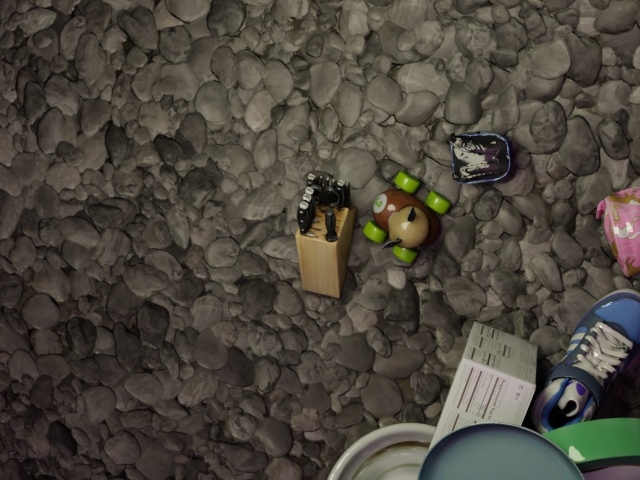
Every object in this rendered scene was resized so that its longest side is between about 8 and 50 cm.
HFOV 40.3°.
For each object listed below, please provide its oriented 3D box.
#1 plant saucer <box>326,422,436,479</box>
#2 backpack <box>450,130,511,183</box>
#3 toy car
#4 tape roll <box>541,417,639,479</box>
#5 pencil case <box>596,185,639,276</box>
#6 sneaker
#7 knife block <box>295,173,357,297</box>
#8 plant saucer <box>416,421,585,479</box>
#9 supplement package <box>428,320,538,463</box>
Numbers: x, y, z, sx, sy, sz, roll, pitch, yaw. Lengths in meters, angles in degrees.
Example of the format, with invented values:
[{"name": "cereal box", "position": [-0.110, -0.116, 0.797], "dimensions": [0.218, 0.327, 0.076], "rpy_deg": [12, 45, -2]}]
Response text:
[{"name": "plant saucer", "position": [0.189, 0.595, 1.850], "dimensions": [0.400, 0.100, 0.400], "rpy_deg": [3, 71, -8]}, {"name": "backpack", "position": [0.324, -0.168, 1.746], "dimensions": [0.114, 0.084, 0.105], "rpy_deg": [-3, 98, 19]}, {"name": "toy car", "position": [0.163, -0.037, 1.755], "dimensions": [0.149, 0.188, 0.155], "rpy_deg": [34, 106, 7]}, {"name": "tape roll", "position": [0.529, 0.446, 1.693], "dimensions": [0.321, 0.321, 0.077], "rpy_deg": [-20, 52, 17]}, {"name": "pencil case", "position": [0.722, -0.056, 1.624], "dimensions": [0.386, 0.167, 0.160], "rpy_deg": [-17, 116, 16]}, {"name": "sneaker", "position": [0.528, 0.252, 1.684], "dimensions": [0.130, 0.236, 0.323], "rpy_deg": [37, 107, 6]}, {"name": "knife block", "position": [0.000, 0.000, 1.777], "dimensions": [0.088, 0.242, 0.276], "rpy_deg": [13, 103, 13]}, {"name": "plant saucer", "position": [0.335, 0.471, 1.596], "dimensions": [0.317, 0.044, 0.318], "rpy_deg": [6, 107, 19]}, {"name": "supplement package", "position": [0.330, 0.309, 1.732], "dimensions": [0.145, 0.262, 0.204], "rpy_deg": [20, 105, 11]}]
